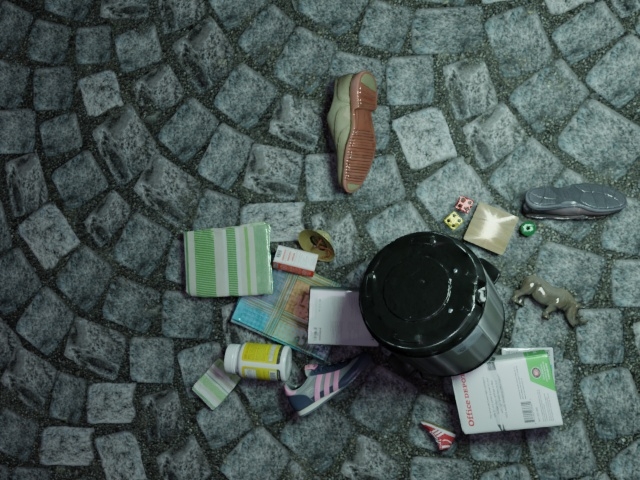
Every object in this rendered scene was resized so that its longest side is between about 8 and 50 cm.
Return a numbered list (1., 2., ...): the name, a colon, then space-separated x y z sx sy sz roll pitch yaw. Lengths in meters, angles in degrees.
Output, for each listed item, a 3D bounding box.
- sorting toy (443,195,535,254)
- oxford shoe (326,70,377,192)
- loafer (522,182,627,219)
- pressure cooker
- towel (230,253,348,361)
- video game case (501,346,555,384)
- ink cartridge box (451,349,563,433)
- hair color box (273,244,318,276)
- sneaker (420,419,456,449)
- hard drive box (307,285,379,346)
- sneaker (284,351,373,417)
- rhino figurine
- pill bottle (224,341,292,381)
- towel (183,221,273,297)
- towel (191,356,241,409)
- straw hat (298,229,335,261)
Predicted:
1. sorting toy: 0.540 -0.042 1.731 0.274 0.046 0.132 23 91 9
2. oxford shoe: 0.096 -0.360 1.799 0.146 0.140 0.397 10 94 40
3. loafer: 0.792 -0.115 1.687 0.302 0.095 0.109 1 57 5
4. pressure cooker: 0.341 0.211 1.579 0.369 0.420 0.376 -11 61 26
5. towel: -0.100 0.221 1.824 0.370 0.040 0.271 22 91 9
6. video game case: 0.660 0.413 1.702 0.157 0.019 0.143 -2 87 8
7. ink cartridge box: 0.566 0.463 1.644 0.289 0.121 0.211 -11 85 17
8. hair color box: -0.084 0.069 1.804 0.141 0.043 0.072 14 55 2
9. sneaker: 0.371 0.630 1.724 0.118 0.042 0.067 22 87 7
10. hard drive box: 0.075 0.245 1.739 0.232 0.089 0.181 3 92 -3
11. sneaker: 0.020 0.443 1.756 0.319 0.112 0.131 -38 85 4
12. rhino figurine: 0.729 0.195 1.677 0.243 0.073 0.106 27 94 8
13. pill bottle: -0.208 0.404 1.791 0.208 0.119 0.119 3 88 9
14. towel: -0.321 0.071 1.844 0.324 0.038 0.248 -5 84 16
15. towel: -0.360 0.497 1.862 0.113 0.023 0.152 42 92 7
16. straw hat: 0.000 0.000 1.805 0.144 0.144 0.061 31 54 9
